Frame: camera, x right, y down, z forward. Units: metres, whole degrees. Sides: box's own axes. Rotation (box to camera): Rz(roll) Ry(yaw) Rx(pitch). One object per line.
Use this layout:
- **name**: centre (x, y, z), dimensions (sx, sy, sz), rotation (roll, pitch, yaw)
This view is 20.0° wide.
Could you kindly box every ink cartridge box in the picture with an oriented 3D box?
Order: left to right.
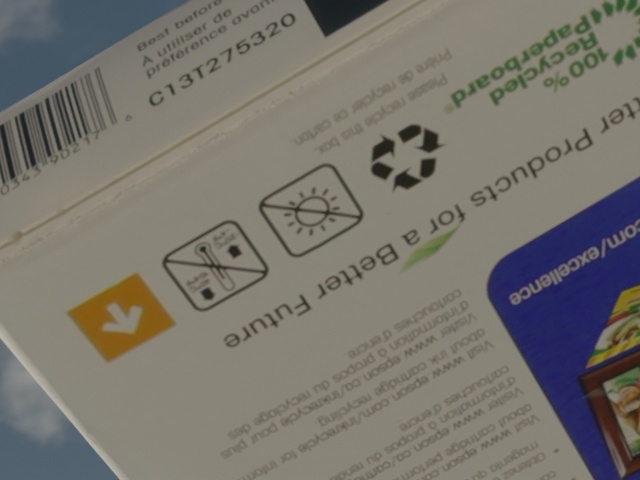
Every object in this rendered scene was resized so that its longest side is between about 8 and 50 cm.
- **ink cartridge box**: centre (0.072, 0.073, 0.495), dimensions (0.176, 0.069, 0.371), rotation (-30, -55, 3)
